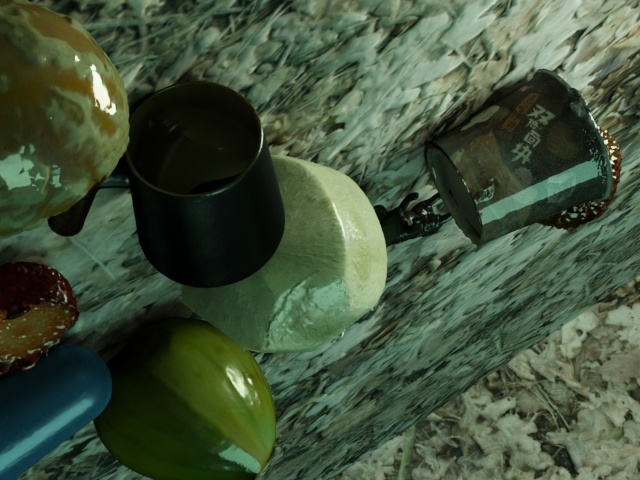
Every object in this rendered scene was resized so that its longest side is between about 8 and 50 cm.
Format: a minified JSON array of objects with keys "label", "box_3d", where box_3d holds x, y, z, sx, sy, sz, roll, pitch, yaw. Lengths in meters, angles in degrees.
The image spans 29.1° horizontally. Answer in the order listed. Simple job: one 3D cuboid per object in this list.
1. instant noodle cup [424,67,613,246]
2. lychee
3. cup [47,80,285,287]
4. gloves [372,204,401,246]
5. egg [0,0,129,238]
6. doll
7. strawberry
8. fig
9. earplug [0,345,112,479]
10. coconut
[{"label":"instant noodle cup","box_3d":[0.281,-0.112,1.788,0.207,0.217,0.217,-27,159,-6]},{"label":"lychee","box_3d":[0.388,-0.113,2.006,0.188,0.188,0.188,-31,160,-13]},{"label":"cup","box_3d":[-0.154,-0.042,1.291,0.239,0.166,0.177,-32,156,-14]},{"label":"gloves","box_3d":[0.004,0.003,1.723,0.268,0.135,0.107,-21,-163,-32]},{"label":"egg","box_3d":[-0.262,-0.094,0.957,0.233,0.195,0.195,-22,156,-42]},{"label":"doll","box_3d":[0.131,-0.021,1.961,0.139,0.057,0.165,-15,160,-48]},{"label":"strawberry","box_3d":[-0.341,0.080,1.369,0.145,0.086,0.145,-32,159,-14]},{"label":"fig","box_3d":[-0.181,0.242,1.730,0.239,0.271,0.239,-41,157,-22]},{"label":"earplug","box_3d":[-0.393,0.235,1.591,0.273,0.132,0.132,-33,160,-17]},{"label":"coconut","box_3d":[-0.053,0.022,1.502,0.245,0.245,0.247,-43,158,20]}]
